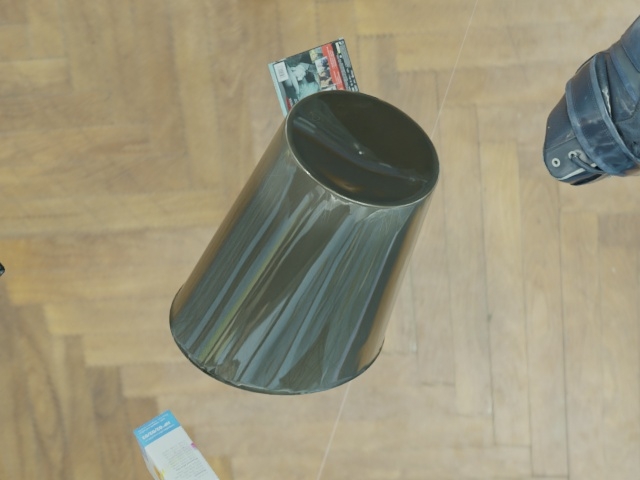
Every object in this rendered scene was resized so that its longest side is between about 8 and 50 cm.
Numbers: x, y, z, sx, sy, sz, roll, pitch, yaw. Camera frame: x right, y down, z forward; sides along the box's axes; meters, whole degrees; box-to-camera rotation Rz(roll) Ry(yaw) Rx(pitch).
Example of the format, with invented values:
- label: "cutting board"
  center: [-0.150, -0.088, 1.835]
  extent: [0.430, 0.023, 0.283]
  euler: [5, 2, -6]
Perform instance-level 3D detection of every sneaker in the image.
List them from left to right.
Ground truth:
- label: "sneaker"
  center: [0.256, -0.051, 0.946]
  extent: [0.163, 0.086, 0.226]
  euler: [-39, 61, 41]

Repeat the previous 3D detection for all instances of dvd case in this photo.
- label: "dvd case"
  center: [-0.007, -0.215, 1.760]
  extent: [0.119, 0.013, 0.087]
  euler: [-25, 105, -28]

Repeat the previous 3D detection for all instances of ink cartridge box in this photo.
- label: "ink cartridge box"
  center: [-0.179, 0.332, 1.775]
  extent: [0.061, 0.181, 0.104]
  euler: [-30, 140, -17]

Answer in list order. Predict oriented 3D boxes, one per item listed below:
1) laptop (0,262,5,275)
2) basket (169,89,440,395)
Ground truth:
- label: "laptop"
  center: [-0.328, 0.011, 0.837]
  extent: [0.136, 0.264, 0.234]
  euler: [-38, 83, -22]
- label: "basket"
  center: [0.000, 0.000, 1.075]
  extent: [0.204, 0.154, 0.227]
  euler: [-5, 142, -28]
